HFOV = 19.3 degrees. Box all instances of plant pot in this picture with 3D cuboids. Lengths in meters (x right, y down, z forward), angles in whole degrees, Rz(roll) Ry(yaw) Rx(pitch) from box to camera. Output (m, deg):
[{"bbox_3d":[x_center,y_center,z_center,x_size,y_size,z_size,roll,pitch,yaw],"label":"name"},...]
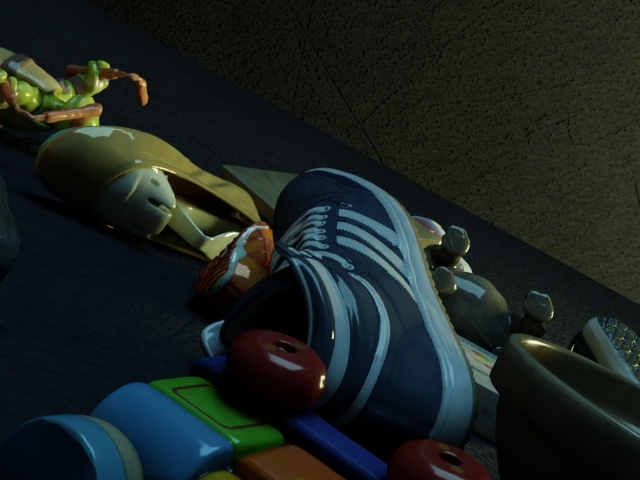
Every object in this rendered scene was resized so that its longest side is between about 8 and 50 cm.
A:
[{"bbox_3d":[0.192,0.160,1.135,0.237,0.110,0.237,28,8,-4],"label":"plant pot"}]

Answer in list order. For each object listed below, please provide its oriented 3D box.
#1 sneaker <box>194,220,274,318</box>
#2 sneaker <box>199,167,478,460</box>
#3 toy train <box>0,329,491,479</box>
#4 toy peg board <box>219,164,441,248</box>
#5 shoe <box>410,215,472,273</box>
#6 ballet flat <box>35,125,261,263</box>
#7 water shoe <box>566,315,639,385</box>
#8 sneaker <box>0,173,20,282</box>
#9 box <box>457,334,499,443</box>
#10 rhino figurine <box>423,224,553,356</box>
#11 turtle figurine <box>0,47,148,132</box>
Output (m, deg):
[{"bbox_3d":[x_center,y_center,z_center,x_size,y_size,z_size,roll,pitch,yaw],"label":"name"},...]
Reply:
[{"bbox_3d":[-0.051,0.032,1.368,0.067,0.064,0.175,44,13,-6],"label":"sneaker"},{"bbox_3d":[-0.010,0.024,1.212,0.153,0.099,0.282,23,25,-33],"label":"sneaker"},{"bbox_3d":[0.004,0.131,0.686,0.248,0.105,0.143,33,18,30],"label":"toy train"},{"bbox_3d":[0.000,0.000,1.755,0.160,0.079,0.161,6,17,-29],"label":"toy peg board"},{"bbox_3d":[0.098,0.005,2.058,0.081,0.063,0.178,30,10,-29],"label":"shoe"},{"bbox_3d":[-0.117,-0.029,1.441,0.232,0.080,0.073,18,27,-50],"label":"ballet flat"},{"bbox_3d":[0.261,0.159,1.597,0.073,0.080,0.203,20,35,-32],"label":"water shoe"},{"bbox_3d":[-0.221,-0.021,1.059,0.089,0.051,0.170,30,9,-28],"label":"sneaker"},{"bbox_3d":[0.089,0.097,1.479,0.145,0.038,0.186,28,6,-6],"label":"box"},{"bbox_3d":[0.099,0.037,1.627,0.243,0.073,0.106,40,-26,4],"label":"rhino figurine"},{"bbox_3d":[-0.261,-0.138,1.581,0.217,0.087,0.269,32,16,9],"label":"turtle figurine"}]
